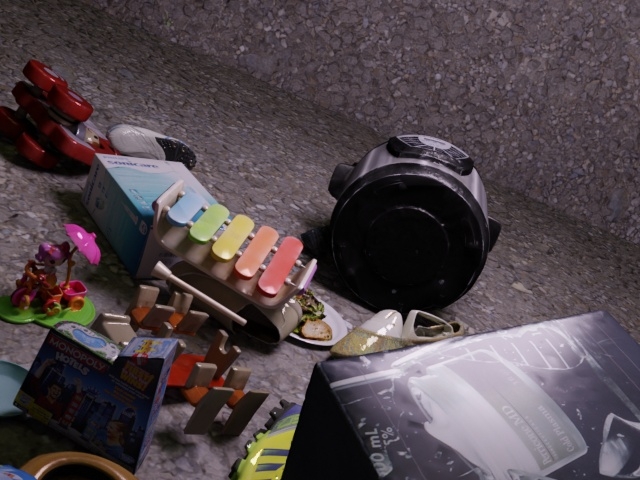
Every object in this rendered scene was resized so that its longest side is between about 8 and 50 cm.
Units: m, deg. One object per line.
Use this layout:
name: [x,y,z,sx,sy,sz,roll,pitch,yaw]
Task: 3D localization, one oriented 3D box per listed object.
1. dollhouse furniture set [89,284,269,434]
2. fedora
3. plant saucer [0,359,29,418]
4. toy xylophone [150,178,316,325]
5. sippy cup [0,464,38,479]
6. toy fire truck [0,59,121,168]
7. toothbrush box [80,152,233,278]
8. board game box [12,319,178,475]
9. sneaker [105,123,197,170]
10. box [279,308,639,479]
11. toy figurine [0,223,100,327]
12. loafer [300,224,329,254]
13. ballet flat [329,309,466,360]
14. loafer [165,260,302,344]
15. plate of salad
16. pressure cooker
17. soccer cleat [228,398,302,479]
dollhouse furniture set: [-0.254,0.199,1.273,0.259,0.135,0.262,16,22,-48]
fedora: [-0.285,0.338,0.949,0.194,0.079,0.194,23,27,-13]
plant saucer: [-0.450,0.211,1.134,0.119,0.021,0.119,21,23,-10]
toy xylophone: [-0.168,0.027,1.472,0.322,0.081,0.236,27,30,-8]
sippy cup: [-0.373,0.312,0.762,0.224,0.240,0.305,5,52,-60]
toy fire truck: [-0.581,-0.262,1.884,0.302,0.169,0.254,42,9,33]
toothbrush box: [-0.334,-0.052,1.688,0.216,0.126,0.295,2,33,-42]
board game box: [-0.284,0.188,1.095,0.194,0.194,0.060,32,22,-4]
sneaker: [-0.426,-0.239,2.065,0.237,0.085,0.086,18,16,-25]
box: [0.264,0.369,0.978,0.471,0.297,0.480,-8,42,-25]
toy figurine: [-0.432,0.047,1.331,0.173,0.159,0.130,-2,34,-46]
loafer: [0.000,0.000,2.020,0.061,0.062,0.170,68,23,2]
ballet flat: [0.165,0.195,1.651,0.348,0.123,0.123,8,28,-35]
loafer: [-0.165,0.116,1.521,0.268,0.102,0.092,19,34,-2]
plate of salad: [-0.033,0.144,1.664,0.199,0.048,0.200,20,23,-9]
pressure cooker: [0.214,-0.058,1.955,0.370,0.375,0.420,62,18,-13]
soccer cleat: [-0.058,0.331,1.178,0.121,0.093,0.289,34,24,5]
